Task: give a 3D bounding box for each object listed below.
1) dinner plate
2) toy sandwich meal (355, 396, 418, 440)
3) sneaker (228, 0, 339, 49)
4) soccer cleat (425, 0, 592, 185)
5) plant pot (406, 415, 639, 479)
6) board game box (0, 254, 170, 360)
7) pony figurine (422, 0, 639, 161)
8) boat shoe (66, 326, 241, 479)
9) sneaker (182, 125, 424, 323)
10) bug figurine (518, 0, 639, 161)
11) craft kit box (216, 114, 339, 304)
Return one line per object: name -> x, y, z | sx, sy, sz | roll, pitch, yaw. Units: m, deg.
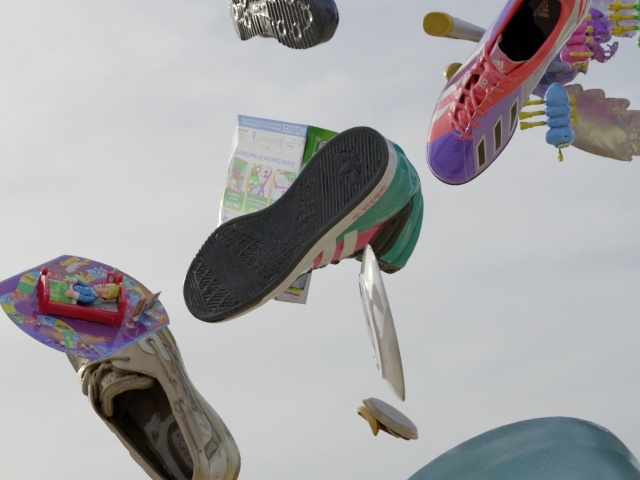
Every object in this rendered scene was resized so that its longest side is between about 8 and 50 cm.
dinner plate -> 0.051, 0.073, 1.433 | 0.017, 0.141, 0.141 | -11, -19, -2
toy sandwich meal -> 0.074, 0.210, 1.891 | 0.085, 0.085, 0.029 | 21, -75, -52
sneaker -> -0.024, -0.347, 2.409 | 0.131, 0.112, 0.319 | -15, 17, -22
soccer cleat -> 0.215, -0.199, 2.013 | 0.318, 0.108, 0.116 | -57, -11, 23
plant pot -> 0.171, 0.302, 1.194 | 0.293, 0.196, 0.293 | -16, -53, -23
board game box -> -0.220, 0.048, 1.550 | 0.168, 0.133, 0.033 | -26, -36, -55
pony figurine -> 0.378, -0.294, 2.680 | 0.351, 0.303, 0.363 | 10, 7, 29
boat shoe -> -0.226, 0.166, 1.980 | 0.121, 0.341, 0.110 | -46, -20, 10
sneaker -> 0.000, 0.000, 1.817 | 0.295, 0.124, 0.178 | -38, -31, 19
bug figurine -> 0.404, -0.230, 2.255 | 0.279, 0.216, 0.072 | -10, 4, -15
craft kit box -> -0.072, -0.049, 2.363 | 0.061, 0.247, 0.250 | 12, 3, -27
